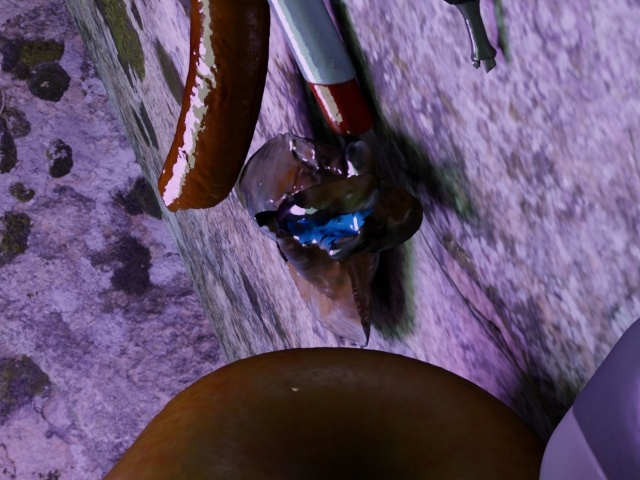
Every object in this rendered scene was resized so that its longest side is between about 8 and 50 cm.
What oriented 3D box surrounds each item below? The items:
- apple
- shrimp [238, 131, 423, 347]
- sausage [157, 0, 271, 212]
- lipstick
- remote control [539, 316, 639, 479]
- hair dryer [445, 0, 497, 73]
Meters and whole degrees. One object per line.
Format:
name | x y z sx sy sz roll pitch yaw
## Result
apple | 0.005 0.256 0.722 0.400 0.400 0.333 -134 32 -57
shrimp | 0.000 0.000 0.943 0.221 0.110 0.446 65 173 2
sausage | -0.096 -0.165 0.965 0.103 0.076 0.302 25 118 30
lipstick | -0.029 -0.207 0.818 0.068 0.061 0.274 -15 103 54
remote control | 0.184 0.152 0.460 0.221 0.103 0.332 59 163 25
hair dryer | 0.058 -0.179 0.558 0.197 0.057 0.100 68 170 -25
